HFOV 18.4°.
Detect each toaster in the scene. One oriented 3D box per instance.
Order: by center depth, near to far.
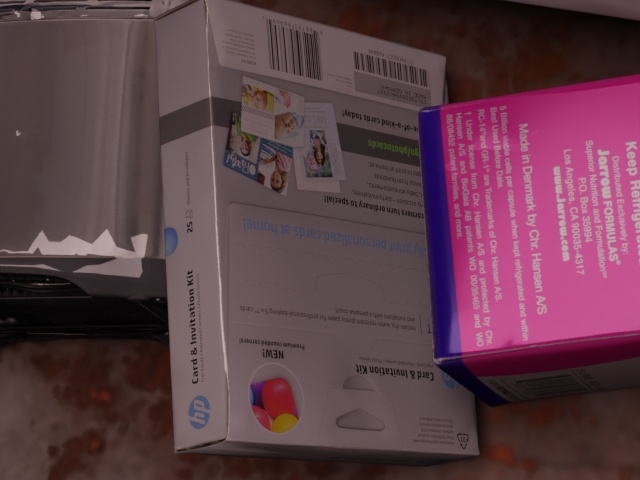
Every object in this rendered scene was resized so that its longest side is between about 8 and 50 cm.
[{"bbox_3d":[-0.115,-0.030,0.893,0.227,0.129,0.146,-2,75,16],"label":"toaster"}]

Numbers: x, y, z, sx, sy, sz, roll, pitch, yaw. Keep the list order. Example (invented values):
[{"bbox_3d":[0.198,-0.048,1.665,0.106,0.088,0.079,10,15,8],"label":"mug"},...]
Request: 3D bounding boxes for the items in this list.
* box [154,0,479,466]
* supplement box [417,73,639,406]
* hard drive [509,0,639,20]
[{"bbox_3d":[0.000,0.000,0.844,0.038,0.145,0.186,-20,69,45],"label":"box"},{"bbox_3d":[0.161,-0.005,0.810,0.220,0.111,0.113,-7,75,15],"label":"supplement box"},{"bbox_3d":[0.140,-0.187,0.837,0.308,0.040,0.203,14,69,36],"label":"hard drive"}]
